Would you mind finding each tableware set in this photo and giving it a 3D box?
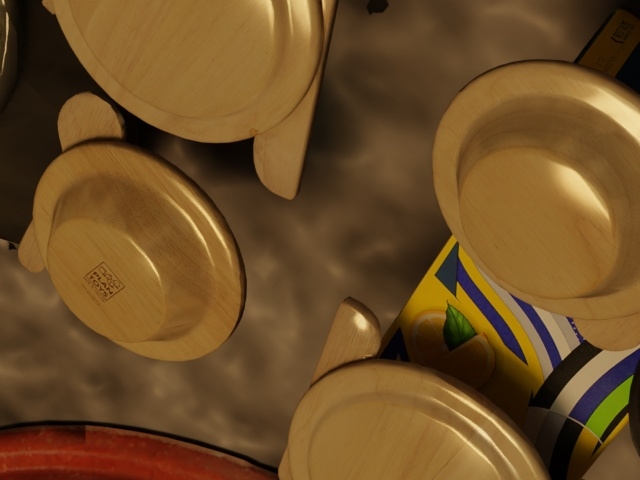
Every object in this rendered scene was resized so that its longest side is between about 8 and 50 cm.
[{"bbox_3d":[0.000,0.000,0.411,0.168,0.020,0.141,35,133,10],"label":"tableware set"}]

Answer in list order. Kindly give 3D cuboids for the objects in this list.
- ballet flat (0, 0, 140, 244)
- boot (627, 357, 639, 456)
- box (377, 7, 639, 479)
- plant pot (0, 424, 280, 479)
[{"bbox_3d":[-0.115,-0.101,0.420,0.095,0.096,0.280,2,123,27],"label":"ballet flat"},{"bbox_3d":[0.189,0.047,0.338,0.246,0.083,0.161,-13,138,28],"label":"boot"},{"bbox_3d":[0.040,0.032,0.457,0.054,0.059,0.169,36,131,4],"label":"box"},{"bbox_3d":[-0.084,0.236,0.527,0.272,0.265,0.272,13,126,18],"label":"plant pot"}]
